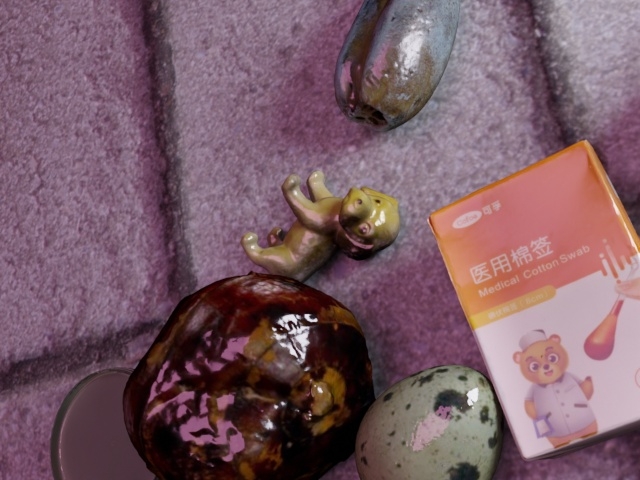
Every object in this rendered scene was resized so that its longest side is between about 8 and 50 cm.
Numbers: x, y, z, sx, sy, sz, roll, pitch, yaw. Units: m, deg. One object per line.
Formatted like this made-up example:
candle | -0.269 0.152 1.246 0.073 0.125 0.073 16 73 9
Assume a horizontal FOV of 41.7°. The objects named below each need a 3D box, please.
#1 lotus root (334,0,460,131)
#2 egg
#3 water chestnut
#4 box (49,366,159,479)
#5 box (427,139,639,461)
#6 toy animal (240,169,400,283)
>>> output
lotus root | 0.131 -0.315 1.250 0.158 0.140 0.322 12 76 54
egg | 0.143 0.252 1.062 0.177 0.177 0.228 50 123 28
water chestnut | -0.113 0.193 1.159 0.347 0.335 0.335 30 92 43
box | -0.284 0.313 1.298 0.226 0.149 0.226 -7 74 27
box | 0.305 0.077 1.050 0.225 0.143 0.341 -27 68 20
toy animal | -0.001 -0.017 1.255 0.233 0.121 0.168 -40 76 18
